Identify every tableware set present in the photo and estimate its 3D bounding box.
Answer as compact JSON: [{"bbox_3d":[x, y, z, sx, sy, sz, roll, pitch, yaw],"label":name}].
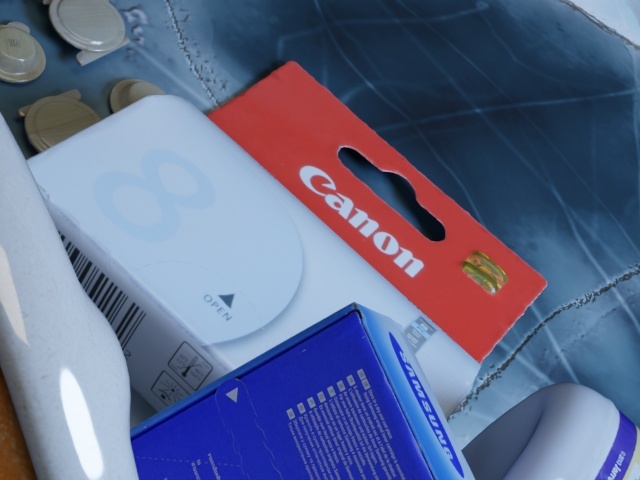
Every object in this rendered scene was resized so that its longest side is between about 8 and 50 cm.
[{"bbox_3d":[-0.189,-0.126,0.983,0.141,0.020,0.168,-23,72,-41],"label":"tableware set"}]

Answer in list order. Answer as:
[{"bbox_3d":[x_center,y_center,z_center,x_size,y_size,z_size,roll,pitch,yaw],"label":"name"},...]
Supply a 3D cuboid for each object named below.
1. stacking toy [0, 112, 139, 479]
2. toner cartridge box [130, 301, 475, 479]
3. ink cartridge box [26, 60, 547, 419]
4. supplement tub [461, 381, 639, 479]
[{"bbox_3d":[-0.341,0.119,0.552,0.480,0.350,0.350,-20,68,-21],"label":"stacking toy"},{"bbox_3d":[0.031,0.222,0.619,0.075,0.165,0.347,30,33,-64],"label":"toner cartridge box"},{"bbox_3d":[0.000,0.000,0.935,0.308,0.091,0.385,42,43,8],"label":"ink cartridge box"},{"bbox_3d":[0.193,0.275,0.763,0.331,0.241,0.241,43,44,2],"label":"supplement tub"}]
